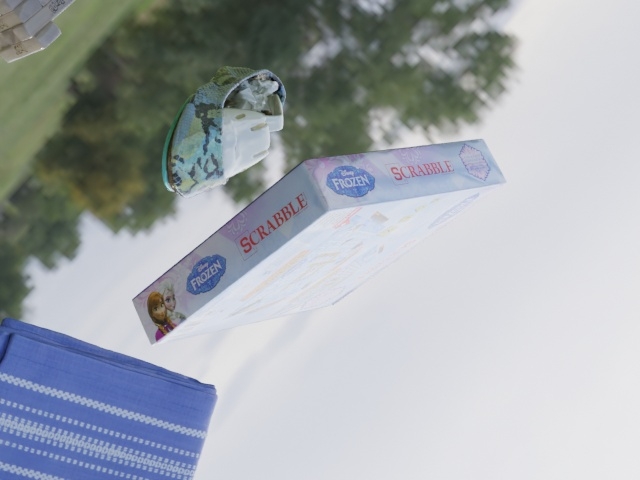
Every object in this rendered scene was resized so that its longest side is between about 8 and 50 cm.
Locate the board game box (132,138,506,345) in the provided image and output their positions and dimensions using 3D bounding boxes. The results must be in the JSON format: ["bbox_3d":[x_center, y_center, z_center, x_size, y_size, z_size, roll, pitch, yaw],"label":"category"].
[{"bbox_3d":[0.000,0.000,1.816,0.318,0.066,0.319,-9,159,-49],"label":"board game box"}]

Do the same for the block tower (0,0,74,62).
[{"bbox_3d":[-0.381,-0.346,1.653,0.097,0.335,0.091,-48,-158,-28],"label":"block tower"}]

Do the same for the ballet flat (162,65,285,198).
[{"bbox_3d":[-0.060,-0.081,1.117,0.070,0.070,0.188,-44,-168,23],"label":"ballet flat"}]

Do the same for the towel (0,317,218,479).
[{"bbox_3d":[-0.238,0.254,1.410,0.040,0.243,0.336,17,-94,53],"label":"towel"}]
